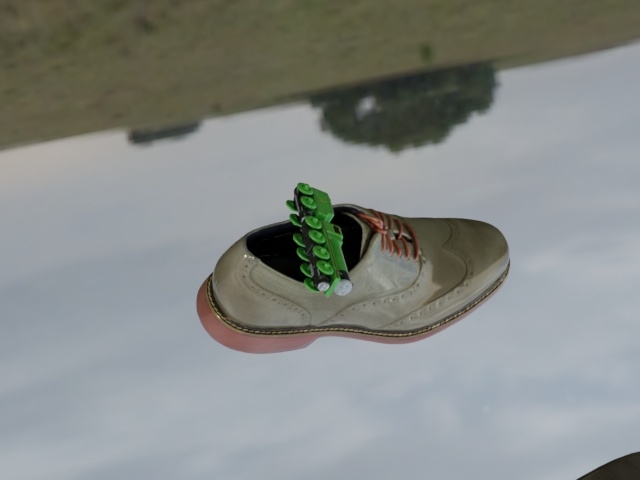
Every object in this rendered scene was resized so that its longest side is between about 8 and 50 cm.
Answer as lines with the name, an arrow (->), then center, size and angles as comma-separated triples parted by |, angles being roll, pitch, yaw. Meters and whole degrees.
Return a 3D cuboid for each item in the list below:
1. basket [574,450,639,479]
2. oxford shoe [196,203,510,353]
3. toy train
basket -> 0.142, 0.195, 0.533 | 0.204, 0.227, 0.154 | -27, 151, -23
oxford shoe -> 0.056, 0.025, 1.551 | 0.348, 0.123, 0.130 | -12, 150, -31
toy train -> 0.000, 0.000, 0.790 | 0.023, 0.017, 0.083 | 21, -150, -25
